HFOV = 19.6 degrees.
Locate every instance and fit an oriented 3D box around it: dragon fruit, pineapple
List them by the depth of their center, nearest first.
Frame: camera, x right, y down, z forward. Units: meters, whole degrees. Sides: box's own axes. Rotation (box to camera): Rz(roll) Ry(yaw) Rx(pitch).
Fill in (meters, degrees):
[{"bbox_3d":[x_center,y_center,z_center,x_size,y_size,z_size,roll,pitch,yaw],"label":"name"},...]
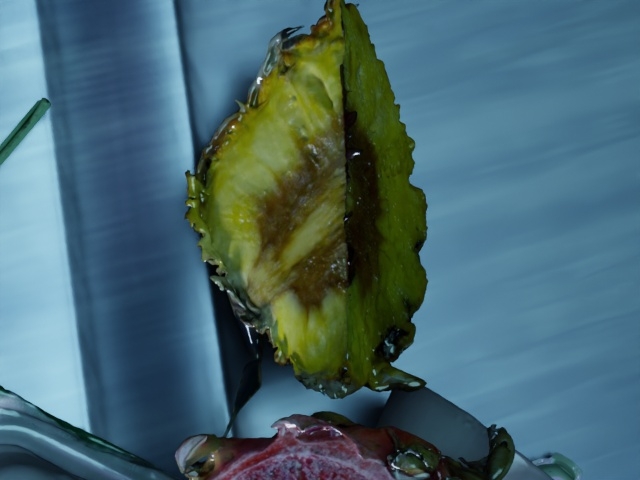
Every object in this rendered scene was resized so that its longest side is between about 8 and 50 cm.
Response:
[{"bbox_3d":[0.001,0.204,1.234,0.282,0.147,0.211,-41,60,4],"label":"dragon fruit"},{"bbox_3d":[-0.005,0.001,1.402,0.158,0.161,0.334,-16,69,21],"label":"pineapple"}]

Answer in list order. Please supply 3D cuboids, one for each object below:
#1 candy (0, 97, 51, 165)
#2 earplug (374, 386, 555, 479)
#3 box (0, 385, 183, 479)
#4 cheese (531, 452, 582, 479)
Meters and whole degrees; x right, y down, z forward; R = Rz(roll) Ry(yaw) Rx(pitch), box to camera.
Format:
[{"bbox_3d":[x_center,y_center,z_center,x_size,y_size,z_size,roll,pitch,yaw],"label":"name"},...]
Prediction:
[{"bbox_3d":[-0.279,-0.007,1.349,0.077,0.073,0.262,48,63,-25],"label":"candy"},{"bbox_3d":[0.035,0.270,1.356,0.172,0.172,0.301,40,79,-8],"label":"earplug"},{"bbox_3d":[-0.215,0.289,1.295,0.264,0.106,0.336,28,74,-11],"label":"box"},{"bbox_3d":[0.168,0.222,1.465,0.067,0.026,0.120,39,73,-8],"label":"cheese"}]
